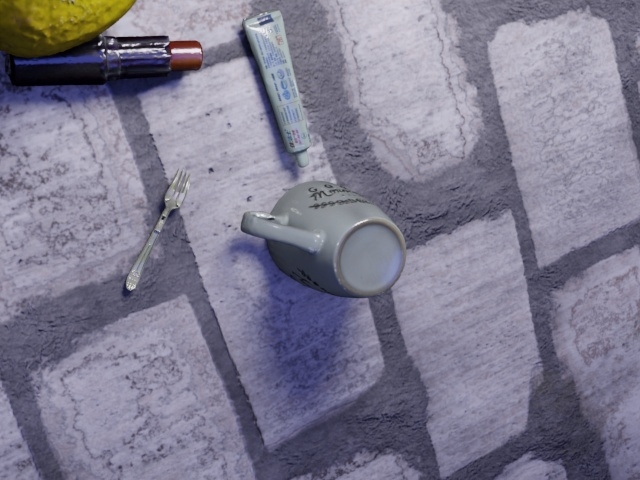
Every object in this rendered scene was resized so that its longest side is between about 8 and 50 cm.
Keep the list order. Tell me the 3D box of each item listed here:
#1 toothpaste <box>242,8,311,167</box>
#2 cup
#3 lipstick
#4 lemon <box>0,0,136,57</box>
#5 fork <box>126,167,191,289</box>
[{"bbox_3d":[-0.064,-0.252,1.573,0.069,0.047,0.269,-16,107,-1],"label":"toothpaste"},{"bbox_3d":[0.000,0.000,1.558,0.257,0.234,0.187,10,97,-24],"label":"cup"},{"bbox_3d":[-0.327,-0.279,1.427,0.299,0.081,0.081,-6,104,-23],"label":"lipstick"},{"bbox_3d":[-0.382,-0.396,1.276,0.321,0.268,0.268,-37,114,-17],"label":"lemon"},{"bbox_3d":[-0.271,-0.017,1.541,0.034,0.028,0.220,27,90,-31],"label":"fork"}]
